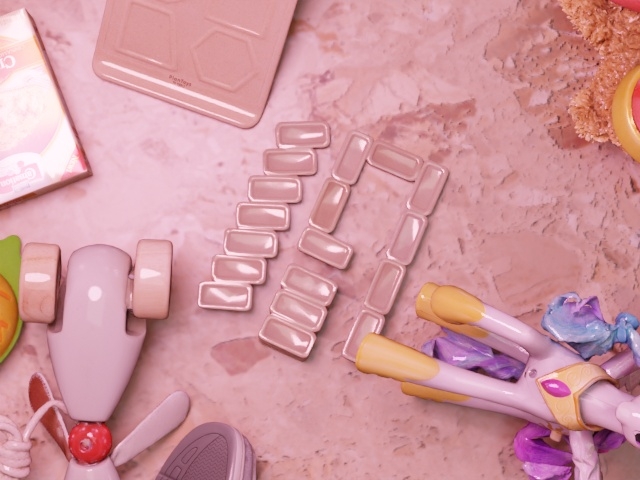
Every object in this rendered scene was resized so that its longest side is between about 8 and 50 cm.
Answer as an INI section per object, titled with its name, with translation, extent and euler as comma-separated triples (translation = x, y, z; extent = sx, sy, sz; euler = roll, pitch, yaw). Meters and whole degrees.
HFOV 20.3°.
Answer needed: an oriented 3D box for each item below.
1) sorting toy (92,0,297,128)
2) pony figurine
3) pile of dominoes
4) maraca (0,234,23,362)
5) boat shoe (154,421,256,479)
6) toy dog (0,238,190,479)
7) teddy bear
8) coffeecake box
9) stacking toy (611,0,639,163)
[sorting toy]
translation = -0.128, -0.239, 1.874
extent = 0.193, 0.038, 0.208
euler = 19, 120, 0
[pony figurine]
translation = 0.251, 0.163, 1.772
extent = 0.363, 0.351, 0.303
euler = 20, 84, 19
[pile of dominoes]
translation = 0.000, 0.000, 1.910
extent = 0.196, 0.040, 0.251
euler = 24, 80, 1
[maraca]
translation = -0.366, 0.071, 1.868
extent = 0.127, 0.099, 0.185
euler = 47, 63, -5
[boat shoe]
translation = -0.122, 0.349, 1.859
extent = 0.118, 0.103, 0.320
euler = 4, 83, 40
[toy dog]
translation = -0.237, 0.133, 1.859
extent = 0.220, 0.161, 0.333
euler = 23, 102, -4
[teddy bear]
translation = 0.364, -0.245, 1.886
extent = 0.245, 0.113, 0.338
euler = -6, 80, -8
[coffeecake box]
translation = -0.341, -0.131, 1.886
extent = 0.142, 0.068, 0.185
euler = -21, 89, -2
[stacking toy]
translation = 0.412, -0.245, 1.771
extent = 0.279, 0.130, 0.309
euler = -14, 82, -11
